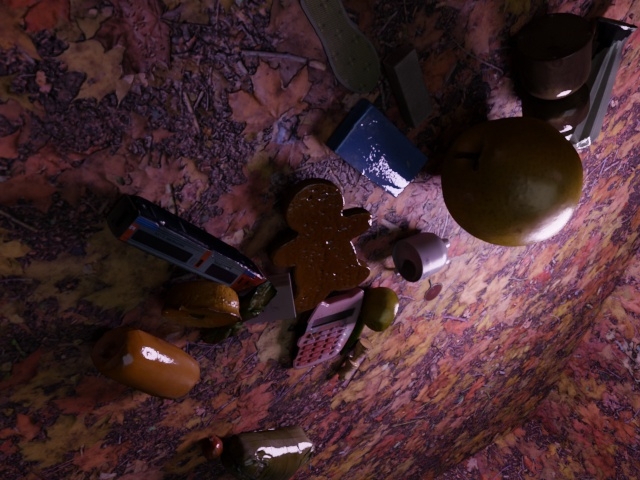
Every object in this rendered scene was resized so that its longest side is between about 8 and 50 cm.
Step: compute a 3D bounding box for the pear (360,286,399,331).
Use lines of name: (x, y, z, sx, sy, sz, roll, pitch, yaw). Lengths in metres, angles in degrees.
pear: (0.173, 0.206, 1.774, 0.104, 0.141, 0.141, 28, 109, -8)

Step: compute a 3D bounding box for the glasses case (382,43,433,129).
glasses case: (0.206, -0.356, 1.339, 0.071, 0.047, 0.205, -44, 142, -6)

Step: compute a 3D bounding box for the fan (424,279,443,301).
fan: (0.396, 0.171, 2.019, 0.085, 0.005, 0.133, -37, 142, -7)

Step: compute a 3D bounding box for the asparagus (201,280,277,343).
asparagus: (-0.214, 0.190, 1.403, 0.080, 0.080, 0.287, 7, 146, -45)

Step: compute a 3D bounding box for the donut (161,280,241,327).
donut: (-0.268, 0.145, 1.304, 0.174, 0.074, 0.190, 11, 157, -24)

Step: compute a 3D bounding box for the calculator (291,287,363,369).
calculator: (0.012, 0.277, 1.755, 0.220, 0.048, 0.329, -12, 135, -35)

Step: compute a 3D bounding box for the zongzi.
zongzi: (-0.238, 0.777, 1.918, 0.323, 0.160, 0.360, 16, 120, -41)

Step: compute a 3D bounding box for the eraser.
eraser: (0.150, -0.218, 1.419, 0.144, 0.042, 0.312, -51, 141, 9)

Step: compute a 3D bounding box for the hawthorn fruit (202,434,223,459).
hawthorn fruit: (-0.337, 0.625, 1.757, 0.067, 0.067, 0.103, -28, 127, -19)

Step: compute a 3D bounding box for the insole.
insole: (0.047, -0.413, 1.182, 0.109, 0.007, 0.322, -44, 142, 0)

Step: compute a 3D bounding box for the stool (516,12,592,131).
stool: (0.618, -0.438, 1.516, 0.179, 0.179, 0.264, -39, 141, -5)

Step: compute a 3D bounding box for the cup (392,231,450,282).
cup: (0.310, 0.057, 1.739, 0.142, 0.134, 0.173, -20, 135, -30)

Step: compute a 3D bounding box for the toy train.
toy train: (-0.273, 0.025, 1.239, 0.089, 0.086, 0.409, -47, 142, 6)

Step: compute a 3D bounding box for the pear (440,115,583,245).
pear: (0.516, -0.154, 1.548, 0.418, 0.362, 0.362, 26, 106, -44)

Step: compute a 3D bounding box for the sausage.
sausage: (-0.392, 0.308, 1.379, 0.134, 0.116, 0.354, -51, 146, -7)

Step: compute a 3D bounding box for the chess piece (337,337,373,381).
chess piece: (0.112, 0.414, 1.958, 0.060, 0.060, 0.172, 11, 119, -46)

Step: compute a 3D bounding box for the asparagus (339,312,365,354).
asparagus: (0.107, 0.309, 1.867, 0.045, 0.041, 0.178, 1, 125, -32)

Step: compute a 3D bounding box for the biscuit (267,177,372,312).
biscuit: (-0.001, -0.001, 1.468, 0.283, 0.064, 0.431, -24, 137, -8)

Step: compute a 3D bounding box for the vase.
vase: (0.790, -0.457, 1.681, 0.165, 0.165, 0.359, -11, 127, -34)

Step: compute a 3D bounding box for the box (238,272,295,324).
box: (-0.135, 0.149, 1.463, 0.130, 0.051, 0.129, -8, 134, -2)
